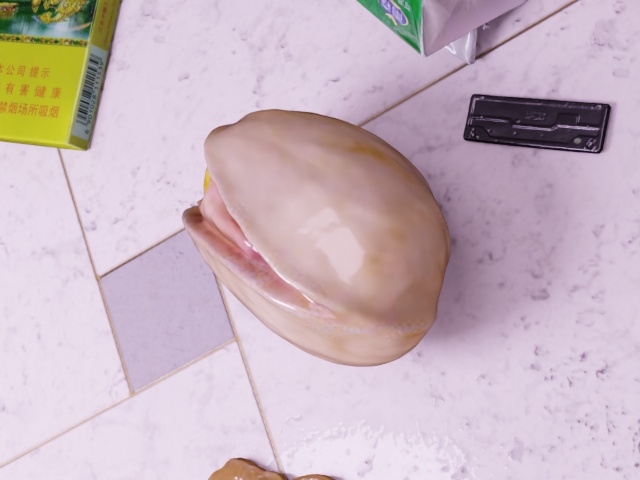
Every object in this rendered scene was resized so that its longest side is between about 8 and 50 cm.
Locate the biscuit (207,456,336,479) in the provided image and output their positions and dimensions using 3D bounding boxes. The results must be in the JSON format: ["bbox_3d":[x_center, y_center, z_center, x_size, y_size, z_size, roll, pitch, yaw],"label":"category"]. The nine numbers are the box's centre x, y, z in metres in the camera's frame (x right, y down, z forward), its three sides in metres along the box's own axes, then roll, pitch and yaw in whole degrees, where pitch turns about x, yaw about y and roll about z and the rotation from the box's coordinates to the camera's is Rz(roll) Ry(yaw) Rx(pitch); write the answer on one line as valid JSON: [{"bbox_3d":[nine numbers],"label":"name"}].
[{"bbox_3d":[-0.026,0.310,1.713,0.236,0.040,0.144,7,88,33],"label":"biscuit"}]

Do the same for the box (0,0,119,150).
[{"bbox_3d":[-0.327,-0.280,2.007,0.187,0.047,0.335,8,82,32],"label":"box"}]

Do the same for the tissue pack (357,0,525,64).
[{"bbox_3d":[0.095,-0.288,1.717,0.148,0.156,0.209,-34,57,-21],"label":"tissue pack"}]

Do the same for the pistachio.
[{"bbox_3d":[0.000,0.000,1.649,0.309,0.230,0.230,36,98,26],"label":"pistachio"}]

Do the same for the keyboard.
[{"bbox_3d":[0.216,-0.119,1.674,0.155,0.010,0.053,9,83,32],"label":"keyboard"}]
